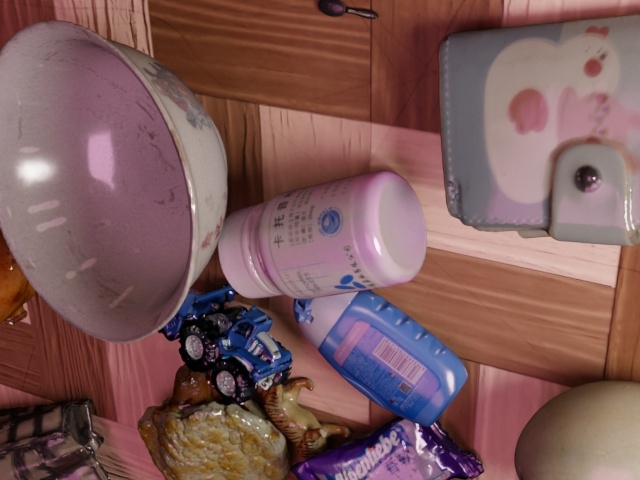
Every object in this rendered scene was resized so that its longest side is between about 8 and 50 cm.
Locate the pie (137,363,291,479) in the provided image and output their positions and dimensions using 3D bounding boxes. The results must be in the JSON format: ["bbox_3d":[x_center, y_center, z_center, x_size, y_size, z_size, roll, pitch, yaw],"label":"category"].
[{"bbox_3d":[-0.175,0.342,1.666,0.257,0.105,0.274,37,130,-4],"label":"pie"}]

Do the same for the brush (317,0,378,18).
[{"bbox_3d":[0.033,-0.284,1.249,0.083,0.008,0.024,17,120,21],"label":"brush"}]

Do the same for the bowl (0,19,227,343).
[{"bbox_3d":[-0.257,-0.095,1.381,0.435,0.196,0.434,16,116,36],"label":"bowl"}]

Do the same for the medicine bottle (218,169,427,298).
[{"bbox_3d":[0.000,0.000,1.338,0.254,0.152,0.152,-11,111,32],"label":"medicine bottle"}]

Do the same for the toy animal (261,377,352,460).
[{"bbox_3d":[-0.032,0.281,1.577,0.099,0.057,0.241,-35,97,39],"label":"toy animal"}]

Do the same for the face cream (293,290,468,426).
[{"bbox_3d":[0.073,0.149,1.424,0.264,0.083,0.149,37,125,7],"label":"face cream"}]

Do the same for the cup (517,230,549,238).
[{"bbox_3d":[0.277,-0.037,1.217,0.083,0.054,0.075,-7,136,35],"label":"cup"}]

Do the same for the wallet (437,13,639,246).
[{"bbox_3d":[0.309,-0.120,1.119,0.360,0.083,0.252,1,98,30],"label":"wallet"}]

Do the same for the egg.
[{"bbox_3d":[0.363,0.269,1.260,0.253,0.186,0.186,-11,110,35],"label":"egg"}]

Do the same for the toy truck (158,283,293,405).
[{"bbox_3d":[-0.140,0.135,1.499,0.208,0.113,0.126,38,122,23],"label":"toy truck"}]

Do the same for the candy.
[{"bbox_3d":[0.094,0.345,1.517,0.275,0.070,0.145,-31,95,21],"label":"candy"}]

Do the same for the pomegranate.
[{"bbox_3d":[-0.563,0.058,1.656,0.215,0.215,0.215,14,122,23],"label":"pomegranate"}]

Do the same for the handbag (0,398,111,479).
[{"bbox_3d":[-0.515,0.464,1.902,0.327,0.162,0.325,-16,111,27],"label":"handbag"}]
